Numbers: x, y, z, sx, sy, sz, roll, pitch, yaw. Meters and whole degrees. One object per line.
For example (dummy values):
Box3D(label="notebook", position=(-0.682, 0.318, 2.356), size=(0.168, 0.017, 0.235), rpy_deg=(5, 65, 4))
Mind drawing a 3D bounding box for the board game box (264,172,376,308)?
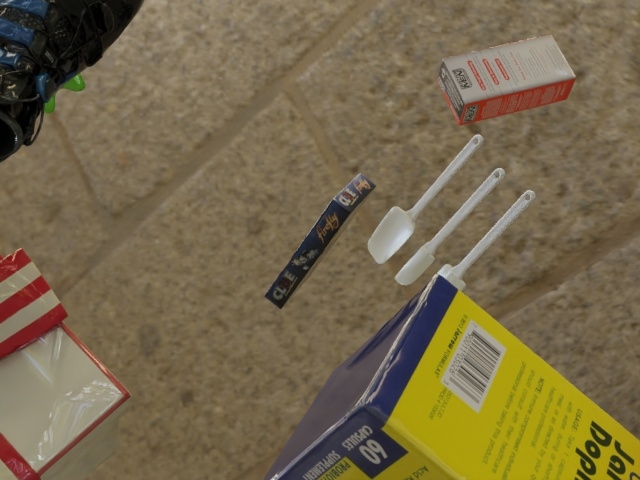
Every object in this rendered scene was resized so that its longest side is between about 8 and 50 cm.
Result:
Box3D(label="board game box", position=(0.000, 0.000, 1.817), size=(0.042, 0.165, 0.243), rpy_deg=(38, 117, 3))

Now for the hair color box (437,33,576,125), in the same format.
Box3D(label="hair color box", position=(0.215, -0.187, 1.145), size=(0.043, 0.141, 0.072), rpy_deg=(98, 155, -59))

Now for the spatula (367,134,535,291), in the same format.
Box3D(label="spatula", position=(0.178, -0.022, 1.382), size=(0.242, 0.019, 0.168), rpy_deg=(-51, 53, 24))

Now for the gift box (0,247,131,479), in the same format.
Box3D(label="gift box", position=(-0.318, 0.120, 0.717), size=(0.276, 0.255, 0.258), rpy_deg=(41, 155, 4))

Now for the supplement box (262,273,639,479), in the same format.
Box3D(label="supplement box", position=(0.158, 0.242, 0.902), size=(0.356, 0.195, 0.194), rpy_deg=(39, 132, -2))

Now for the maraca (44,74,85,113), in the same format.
Box3D(label="maraca", position=(-0.330, -0.225, 1.062), size=(0.127, 0.099, 0.186), rpy_deg=(-39, 105, -12))

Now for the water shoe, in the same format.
Box3D(label="water shoe", position=(-0.152, -0.074, 0.480), size=(0.203, 0.073, 0.080), rpy_deg=(-39, 59, -18))
